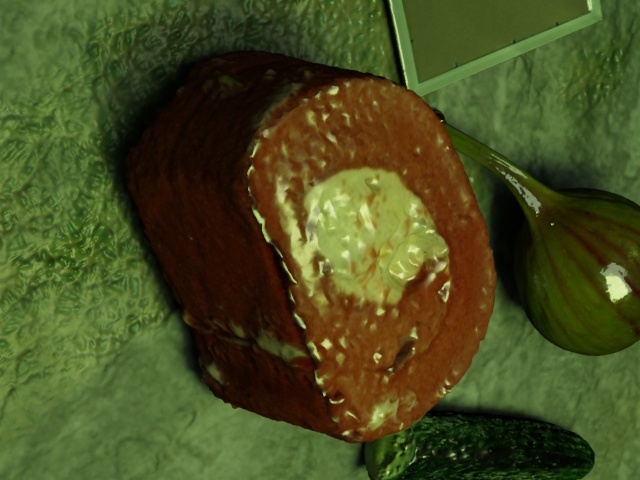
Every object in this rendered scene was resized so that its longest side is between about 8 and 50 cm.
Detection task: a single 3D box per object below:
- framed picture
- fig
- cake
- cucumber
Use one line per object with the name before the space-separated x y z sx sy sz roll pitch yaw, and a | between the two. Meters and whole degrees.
framed picture | 0.122 -0.197 1.426 0.183 0.011 0.142 -25 115 -25
fig | 0.168 -0.017 1.457 0.124 0.124 0.236 -48 111 -12
cake | 0.000 0.000 1.328 0.177 0.151 0.283 -39 121 -31
cucumber | 0.132 0.162 1.513 0.215 0.052 0.058 7 120 -34
